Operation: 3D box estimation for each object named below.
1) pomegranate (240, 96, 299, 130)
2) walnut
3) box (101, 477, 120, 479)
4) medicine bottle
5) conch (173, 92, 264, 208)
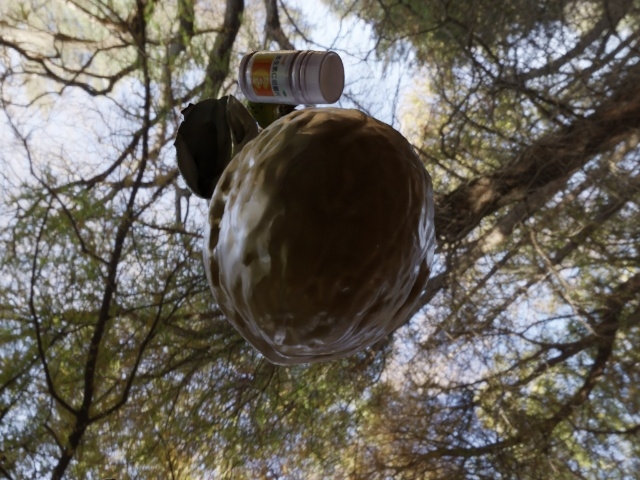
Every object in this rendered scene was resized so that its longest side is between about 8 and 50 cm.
[{"bbox_3d":[-0.166,-0.434,1.578,0.198,0.246,0.198,27,-135,-31],"label":"pomegranate"},{"bbox_3d":[0.000,0.000,0.607,0.333,0.332,0.332,12,-133,-13],"label":"walnut"},{"bbox_3d":[-0.288,0.504,0.653,0.138,0.178,0.274,-31,-86,-16],"label":"box"},{"bbox_3d":[-0.074,-0.409,1.174,0.250,0.133,0.133,13,-141,29],"label":"medicine bottle"},{"bbox_3d":[-0.151,-0.111,0.840,0.183,0.149,0.274,-7,-91,-2],"label":"conch"}]
